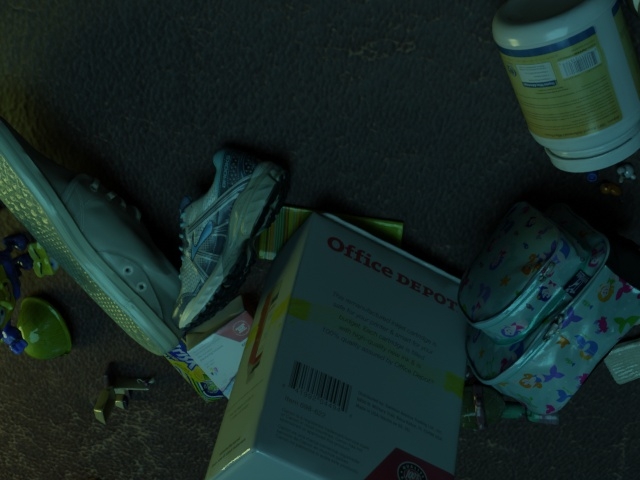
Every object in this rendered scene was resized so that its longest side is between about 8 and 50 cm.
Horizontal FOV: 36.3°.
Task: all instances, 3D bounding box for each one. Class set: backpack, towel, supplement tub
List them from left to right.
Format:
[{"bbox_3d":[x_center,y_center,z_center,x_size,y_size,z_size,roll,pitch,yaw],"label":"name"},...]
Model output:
[{"bbox_3d":[0.000,0.000,1.431,0.237,0.021,0.102,8,128,6],"label":"towel"},{"bbox_3d":[0.289,0.086,1.268,0.191,0.225,0.254,26,104,-13],"label":"backpack"},{"bbox_3d":[0.297,-0.195,1.142,0.144,0.144,0.200,-15,121,22],"label":"supplement tub"}]

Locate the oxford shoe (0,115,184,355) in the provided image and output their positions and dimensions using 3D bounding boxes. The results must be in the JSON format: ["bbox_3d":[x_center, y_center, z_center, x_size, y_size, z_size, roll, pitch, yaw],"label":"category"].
[{"bbox_3d":[-0.337,-0.025,1.425,0.449,0.130,0.169,50,158,-20],"label":"oxford shoe"}]

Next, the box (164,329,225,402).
[{"bbox_3d":[-0.206,0.184,1.588,0.054,0.059,0.169,-25,117,27],"label":"box"}]

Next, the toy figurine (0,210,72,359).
[{"bbox_3d":[-0.528,0.100,1.501,0.191,0.217,0.363,3,126,11],"label":"toy figurine"}]

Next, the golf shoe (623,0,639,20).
[{"bbox_3d":[0.384,-0.264,1.079,0.077,0.198,0.094,-38,72,22],"label":"golf shoe"}]

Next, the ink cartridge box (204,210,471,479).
[{"bbox_3d":[0.040,0.193,1.317,0.279,0.385,0.160,27,139,-15],"label":"ink cartridge box"}]

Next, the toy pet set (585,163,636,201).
[{"bbox_3d":[0.423,-0.079,1.249,0.114,0.065,0.122,30,127,-10],"label":"toy pet set"}]

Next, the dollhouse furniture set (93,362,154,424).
[{"bbox_3d":[-0.326,0.277,1.653,0.081,0.114,0.091,0,124,7],"label":"dollhouse furniture set"}]

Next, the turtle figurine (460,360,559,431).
[{"bbox_3d":[0.243,0.240,1.501,0.234,0.118,0.175,-5,125,9],"label":"turtle figurine"}]

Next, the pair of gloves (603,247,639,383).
[{"bbox_3d":[0.489,0.111,1.391,0.204,0.042,0.240,-14,123,21],"label":"pair of gloves"}]

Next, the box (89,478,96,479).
[{"bbox_3d":[-0.416,0.592,1.828,0.148,0.232,0.127,21,128,-4],"label":"box"}]

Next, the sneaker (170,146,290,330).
[{"bbox_3d":[-0.152,-0.004,1.394,0.122,0.110,0.283,33,104,13],"label":"sneaker"}]

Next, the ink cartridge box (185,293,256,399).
[{"bbox_3d":[-0.109,0.198,1.549,0.115,0.067,0.198,-35,115,5],"label":"ink cartridge box"}]
